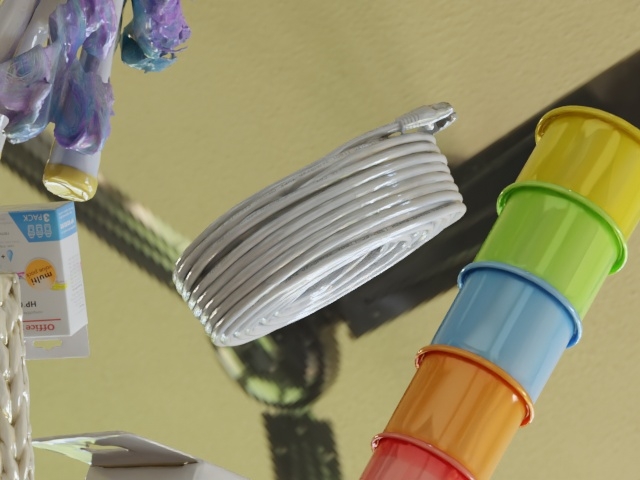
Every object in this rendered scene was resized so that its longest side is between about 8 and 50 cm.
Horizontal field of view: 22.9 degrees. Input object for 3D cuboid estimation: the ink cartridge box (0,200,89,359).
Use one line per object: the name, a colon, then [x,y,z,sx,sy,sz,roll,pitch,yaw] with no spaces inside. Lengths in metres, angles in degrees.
ink cartridge box: [-0.323,0.052,1.766,0.104,0.061,0.181,-4,-80,11]

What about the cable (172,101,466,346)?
cable: [0.000,0.000,1.345,0.089,0.257,0.257,60,-25,9]

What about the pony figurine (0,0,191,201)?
pony figurine: [-0.172,-0.218,1.146,0.302,0.363,0.351,18,-19,-8]

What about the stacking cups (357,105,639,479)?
stacking cups: [0.102,0.059,0.960,0.096,0.316,0.096,28,-26,15]

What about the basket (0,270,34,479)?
basket: [-0.211,0.095,0.799,0.113,0.103,0.167,-5,-92,58]

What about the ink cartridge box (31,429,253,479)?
ink cartridge box: [-0.096,0.287,1.440,0.353,0.119,0.207,28,-23,-30]
